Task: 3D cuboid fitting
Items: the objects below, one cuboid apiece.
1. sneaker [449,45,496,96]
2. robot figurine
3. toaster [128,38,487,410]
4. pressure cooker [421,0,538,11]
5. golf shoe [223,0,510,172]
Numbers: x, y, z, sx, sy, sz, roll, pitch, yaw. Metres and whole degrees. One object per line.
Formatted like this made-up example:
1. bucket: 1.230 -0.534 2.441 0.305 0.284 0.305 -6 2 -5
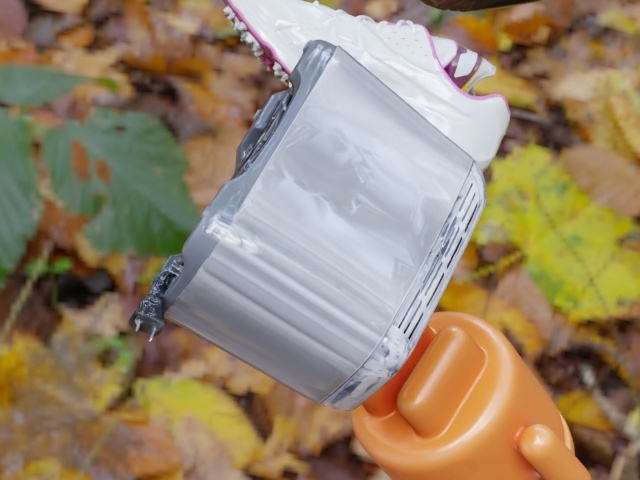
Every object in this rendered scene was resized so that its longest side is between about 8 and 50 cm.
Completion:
1. sneaker: 0.132 -0.140 1.858 0.084 0.185 0.069 21 45 -7
2. robot figurine: 0.102 0.134 1.167 0.158 0.219 0.128 -19 48 20
3. toaster: 0.000 0.000 0.993 0.146 0.129 0.227 33 55 -5
4. pressure cooker: 0.227 -0.528 1.974 0.375 0.420 0.370 -19 -11 21
5. golf shoe: 0.041 -0.162 1.508 0.306 0.140 0.115 43 1 2
